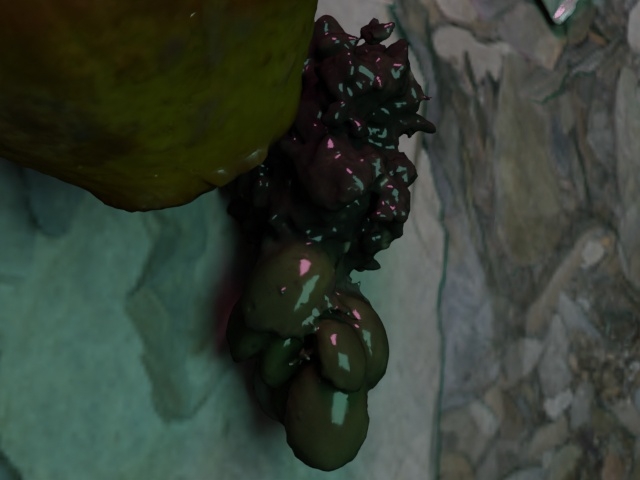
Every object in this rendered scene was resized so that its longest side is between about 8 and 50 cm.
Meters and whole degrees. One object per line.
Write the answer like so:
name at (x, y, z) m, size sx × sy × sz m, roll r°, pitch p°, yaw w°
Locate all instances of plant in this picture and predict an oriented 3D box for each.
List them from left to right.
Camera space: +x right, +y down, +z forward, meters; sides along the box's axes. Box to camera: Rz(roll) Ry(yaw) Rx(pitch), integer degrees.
plant at (0.000, 0.000, 0.509) m, size 0.087 × 0.085 × 0.174 m, roll 6°, pitch 89°, yaw -12°

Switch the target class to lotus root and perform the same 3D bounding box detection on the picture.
lotus root at (-0.098, -0.149, 0.393) m, size 0.193 × 0.193 × 0.291 m, roll -42°, pitch 109°, yaw -30°

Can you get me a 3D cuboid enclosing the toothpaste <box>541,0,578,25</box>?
toothpaste at (0.068, -0.195, 0.595) m, size 0.052 × 0.033 × 0.218 m, roll -52°, pitch 120°, yaw -17°
